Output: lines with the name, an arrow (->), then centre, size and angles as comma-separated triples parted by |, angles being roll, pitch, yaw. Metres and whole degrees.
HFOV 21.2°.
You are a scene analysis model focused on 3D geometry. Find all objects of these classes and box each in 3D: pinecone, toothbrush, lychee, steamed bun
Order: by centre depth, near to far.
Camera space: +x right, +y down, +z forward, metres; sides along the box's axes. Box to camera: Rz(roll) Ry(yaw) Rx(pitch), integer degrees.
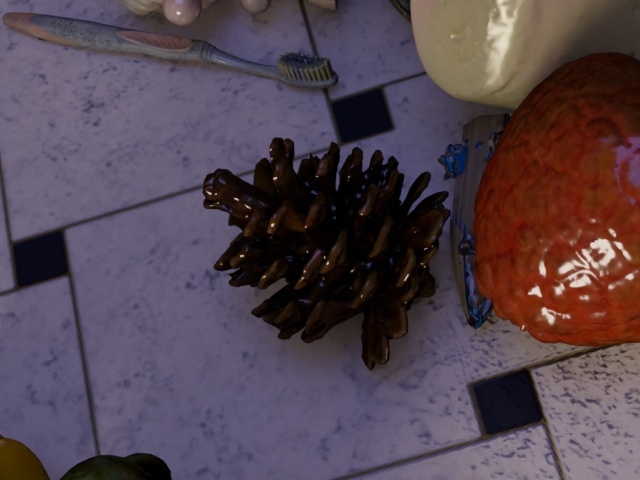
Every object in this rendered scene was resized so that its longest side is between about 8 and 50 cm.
lychee -> 0.261, -0.040, 1.384 | 0.255, 0.255, 0.300 | 42, 102, 29
pinecone -> -0.001, 0.001, 1.466 | 0.212, 0.169, 0.186 | 12, 49, 5
steamed bun -> 0.188, -0.217, 1.498 | 0.170, 0.225, 0.200 | 52, 126, 37
toothbrush -> -0.156, -0.193, 1.695 | 0.375, 0.037, 0.028 | 11, 61, 22

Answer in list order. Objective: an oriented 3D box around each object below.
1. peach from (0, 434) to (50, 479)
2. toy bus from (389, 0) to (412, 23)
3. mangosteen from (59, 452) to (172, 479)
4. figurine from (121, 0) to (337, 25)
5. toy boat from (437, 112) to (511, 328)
peach -> -0.302, 0.239, 1.434 | 0.179, 0.103, 0.179 | -7, 58, 11
toy bus -> 0.081, -0.381, 1.561 | 0.177, 0.365, 0.202 | -32, 47, -7
mangosteen -> -0.142, 0.277, 1.310 | 0.242, 0.243, 0.243 | -6, 59, 10
figurine -> -0.111, -0.280, 1.672 | 0.256, 0.144, 0.182 | -5, 62, 14
toy boat -> 0.145, -0.020, 1.507 | 0.084, 0.066, 0.210 | -13, 59, 41
